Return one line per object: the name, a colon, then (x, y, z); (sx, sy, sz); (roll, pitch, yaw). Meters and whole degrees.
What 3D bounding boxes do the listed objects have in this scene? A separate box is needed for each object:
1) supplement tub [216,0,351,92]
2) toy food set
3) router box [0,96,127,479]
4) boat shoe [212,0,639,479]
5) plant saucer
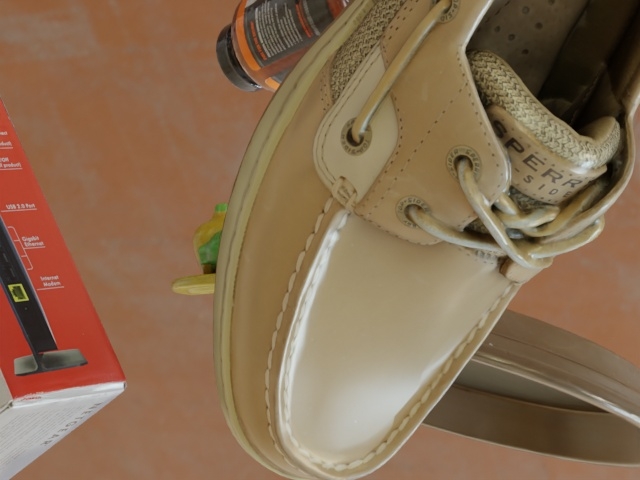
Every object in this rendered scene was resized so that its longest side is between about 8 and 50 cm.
supplement tub: (-0.009, -0.194, 1.620); (0.198, 0.106, 0.106); (-20, 121, 46)
toy food set: (0.000, 0.000, 1.228); (0.217, 0.071, 0.128); (-3, 173, 28)
router box: (-0.290, 0.030, 1.010); (0.335, 0.082, 0.301); (-37, 70, 34)
boat shoe: (0.058, -0.044, 0.698); (0.121, 0.110, 0.341); (13, 107, -31)
plant saucer: (0.082, 0.077, 1.076); (0.277, 0.041, 0.278); (16, 168, 4)
